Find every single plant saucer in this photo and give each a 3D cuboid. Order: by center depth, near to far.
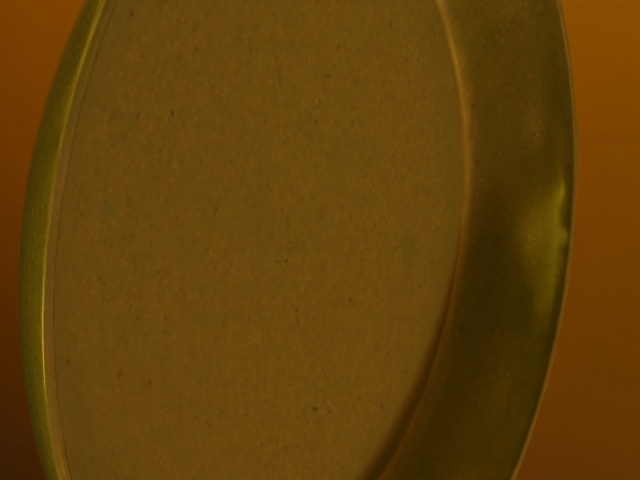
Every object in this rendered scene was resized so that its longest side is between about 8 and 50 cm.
[{"bbox_3d":[0.000,0.000,0.420,0.241,0.037,0.241,-15,-72,-53],"label":"plant saucer"}]
